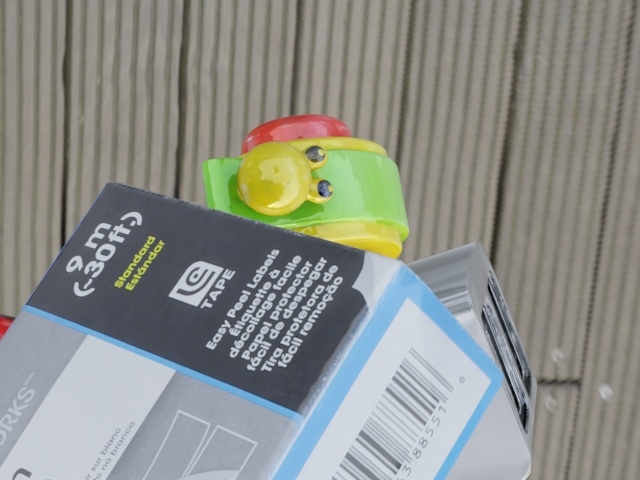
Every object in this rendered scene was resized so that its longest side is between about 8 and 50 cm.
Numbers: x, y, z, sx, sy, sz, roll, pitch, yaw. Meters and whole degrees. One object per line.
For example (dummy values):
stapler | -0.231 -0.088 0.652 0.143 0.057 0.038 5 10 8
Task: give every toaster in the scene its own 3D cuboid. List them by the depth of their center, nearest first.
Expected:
toaster | 0.090 0.095 1.188 0.110 0.168 0.185 -20 100 13

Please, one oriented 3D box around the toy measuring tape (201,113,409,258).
toy measuring tape | 0.000 0.000 1.003 0.121 0.330 0.121 -1 75 4

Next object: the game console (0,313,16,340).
game console | -0.193 0.116 1.086 0.124 0.085 0.144 9 102 22

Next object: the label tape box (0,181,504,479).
label tape box | -0.109 0.102 0.783 0.106 0.334 0.240 45 70 -40
